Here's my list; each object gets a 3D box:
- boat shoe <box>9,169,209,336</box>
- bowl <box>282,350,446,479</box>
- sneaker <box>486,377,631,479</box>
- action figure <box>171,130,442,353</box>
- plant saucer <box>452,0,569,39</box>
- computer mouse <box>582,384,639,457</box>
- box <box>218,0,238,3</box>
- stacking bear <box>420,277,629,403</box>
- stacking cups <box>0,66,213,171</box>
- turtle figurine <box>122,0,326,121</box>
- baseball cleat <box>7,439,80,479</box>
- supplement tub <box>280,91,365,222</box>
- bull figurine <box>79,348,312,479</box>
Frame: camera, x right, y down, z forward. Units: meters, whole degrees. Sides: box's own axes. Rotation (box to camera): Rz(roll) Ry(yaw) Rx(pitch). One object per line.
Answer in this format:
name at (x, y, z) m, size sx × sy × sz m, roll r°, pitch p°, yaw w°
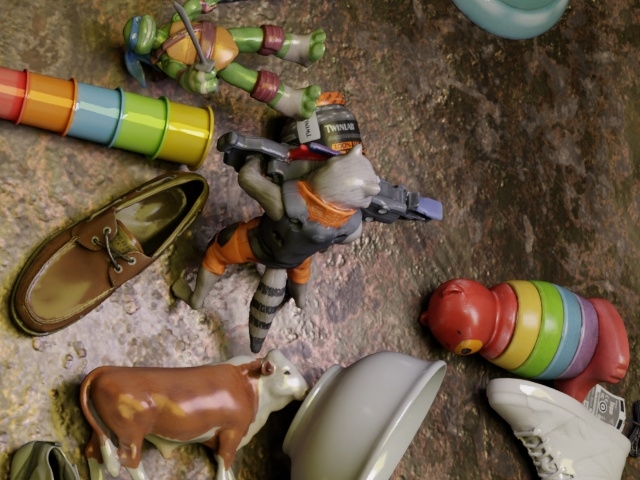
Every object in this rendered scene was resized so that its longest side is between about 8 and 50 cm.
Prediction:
boat shoe at (-0.271, 0.003, 1.483) m, size 0.111 × 0.104 × 0.307 m, roll 51°, pitch 60°, yaw -12°
bowl at (0.042, 0.259, 1.546) m, size 0.134 × 0.298 × 0.298 m, roll 31°, pitch 62°, yaw 14°
sneaker at (0.363, 0.339, 1.783) m, size 0.292 × 0.108 × 0.169 m, roll 31°, pitch 63°, yaw -23°
action figure at (0.000, 0.000, 1.505) m, size 0.341 × 0.330 × 0.178 m, roll 12°, pitch 51°, yaw -22°
plant saucer at (0.325, -0.505, 1.972) m, size 0.317 × 0.044 × 0.317 m, roll 7°, pitch 76°, yaw -29°
computer mouse at (0.476, 0.285, 1.899) m, size 0.193 × 0.042 × 0.106 m, roll 28°, pitch 66°, yaw -26°
box at (-0.039, -0.462, 1.690) m, size 0.270 × 0.143 × 0.165 m, roll -14°, pitch 87°, yaw -32°
stacking bear at (0.301, 0.135, 1.765) m, size 0.289 × 0.175 × 0.164 m, roll 14°, pitch 57°, yaw -18°
stacking cups at (-0.304, -0.173, 1.518) m, size 0.316 × 0.096 × 0.096 m, roll 13°, pitch 73°, yaw -23°
turtle figurine at (-0.111, -0.274, 1.521) m, size 0.266 × 0.275 × 0.198 m, roll 15°, pitch 34°, yaw -24°
baseball cleat at (-0.337, 0.344, 1.372) m, size 0.072 × 0.109 × 0.206 m, roll 4°, pitch 80°, yaw -44°
supplement tub at (0.009, -0.112, 1.663) m, size 0.117 × 0.117 × 0.190 m, roll -11°, pitch 86°, yaw -31°
bull figurine at (-0.163, 0.236, 1.497) m, size 0.310 × 0.101 × 0.188 m, roll 3°, pitch 83°, yaw -22°
